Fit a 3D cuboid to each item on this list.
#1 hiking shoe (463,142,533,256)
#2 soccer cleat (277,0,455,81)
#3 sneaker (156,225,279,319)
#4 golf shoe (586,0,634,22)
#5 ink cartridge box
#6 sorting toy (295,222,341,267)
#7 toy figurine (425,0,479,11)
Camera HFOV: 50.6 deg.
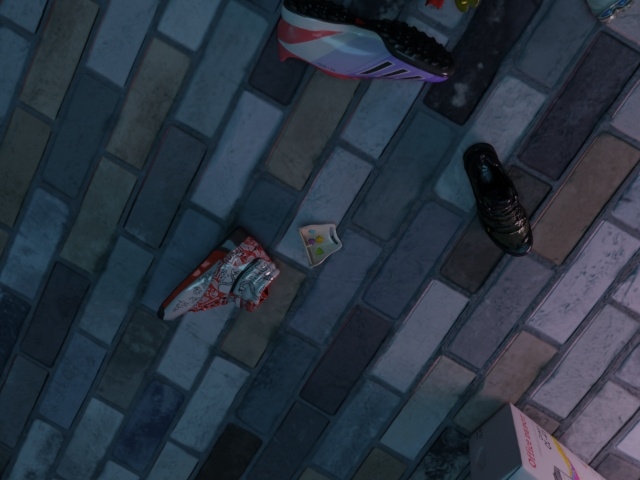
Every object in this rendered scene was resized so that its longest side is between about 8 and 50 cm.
[{"bbox_3d":[0.317,-0.061,1.214,0.086,0.114,0.227,-26,102,17],"label":"hiking shoe"},{"bbox_3d":[0.077,-0.329,1.189,0.318,0.109,0.116,18,132,1],"label":"soccer cleat"},{"bbox_3d":[-0.204,0.110,1.373,0.145,0.090,0.270,45,107,-3],"label":"sneaker"},{"bbox_3d":[0.510,-0.434,1.089,0.176,0.069,0.086,-35,93,17],"label":"golf shoe"},{"bbox_3d":[0.449,0.497,1.313,0.306,0.226,0.131,40,109,-5],"label":"ink cartridge box"},{"bbox_3d":[0.000,0.000,1.330,0.075,0.045,0.083,-17,104,7],"label":"sorting toy"},{"bbox_3d":[0.228,-0.523,1.000,0.191,0.362,0.217,21,83,-10],"label":"toy figurine"}]
